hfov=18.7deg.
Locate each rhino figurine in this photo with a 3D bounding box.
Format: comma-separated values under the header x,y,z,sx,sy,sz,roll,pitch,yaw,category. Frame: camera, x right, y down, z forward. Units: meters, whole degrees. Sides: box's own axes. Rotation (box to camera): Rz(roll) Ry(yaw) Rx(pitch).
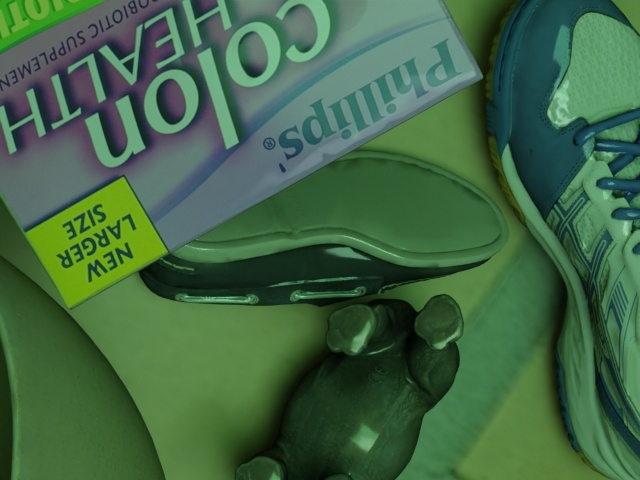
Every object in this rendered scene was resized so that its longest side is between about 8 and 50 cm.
x,y,z,sx,sy,sz,roll,pitch,yaw,category
-0.005,0.129,1.023,0.073,0.106,0.243,33,88,9,rhino figurine

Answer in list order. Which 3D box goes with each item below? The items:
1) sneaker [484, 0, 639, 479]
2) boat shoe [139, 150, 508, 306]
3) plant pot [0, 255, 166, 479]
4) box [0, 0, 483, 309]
x,y,z,sx,sy,sz,roll,pitch,yaw,category
0.181,0.000,1.043,0.112,0.131,0.296,-24,107,-23,sneaker
0.000,0.000,1.035,0.206,0.075,0.065,-1,142,-25,boat shoe
-0.176,0.141,0.897,0.191,0.284,0.284,25,90,-49,plant pot
-0.079,-0.130,0.886,0.213,0.117,0.243,-29,98,4,box
